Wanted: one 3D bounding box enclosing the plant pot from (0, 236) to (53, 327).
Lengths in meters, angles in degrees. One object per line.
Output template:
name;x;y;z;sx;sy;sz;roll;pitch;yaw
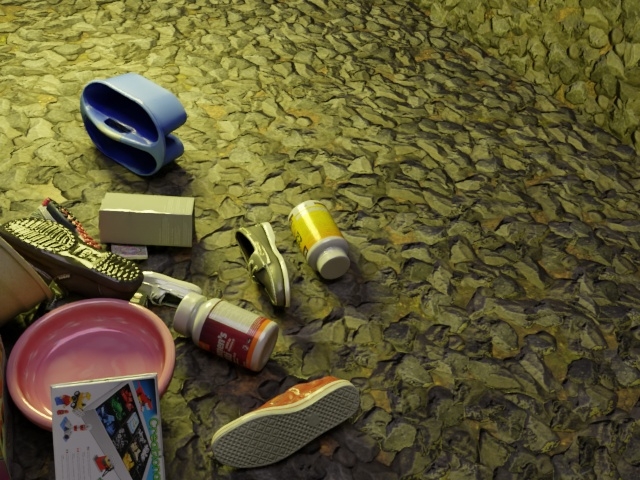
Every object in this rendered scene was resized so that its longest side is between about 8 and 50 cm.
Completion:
plant pot;-0.800;0.120;1.579;0.334;0.333;0.305;30;65;21

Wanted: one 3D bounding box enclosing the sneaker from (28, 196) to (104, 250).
sneaker;-0.614;0.028;1.868;0.112;0.121;0.299;-45;70;-3

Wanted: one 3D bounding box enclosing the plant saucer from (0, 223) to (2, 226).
plant saucer;-0.920;0.044;1.830;0.318;0.043;0.317;6;42;-5

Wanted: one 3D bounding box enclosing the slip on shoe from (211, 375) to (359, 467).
slip on shoe;-0.077;0.378;1.585;0.332;0.122;0.101;-21;18;-23

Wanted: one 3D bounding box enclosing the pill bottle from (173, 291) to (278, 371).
pill bottle;-0.217;0.205;1.723;0.221;0.121;0.121;21;43;13

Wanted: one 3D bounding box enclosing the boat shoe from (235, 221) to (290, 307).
boat shoe;-0.145;0.064;1.905;0.091;0.109;0.305;-6;38;-16

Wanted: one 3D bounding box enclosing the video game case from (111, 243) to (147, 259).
video game case;-0.494;0.015;1.938;0.087;0.011;0.122;-2;29;-16

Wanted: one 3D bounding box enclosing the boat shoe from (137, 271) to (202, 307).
boat shoe;-0.382;0.130;1.826;0.184;0.066;0.063;18;41;-5

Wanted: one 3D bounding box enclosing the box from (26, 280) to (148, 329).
box;-0.535;0.185;1.735;0.231;0.056;0.183;10;41;1

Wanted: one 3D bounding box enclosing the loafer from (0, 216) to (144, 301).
loafer;-0.583;0.065;1.710;0.366;0.130;0.134;25;26;12

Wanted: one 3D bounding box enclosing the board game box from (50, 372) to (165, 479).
board game box;-0.388;0.407;1.388;0.193;0.053;0.305;-4;84;-15

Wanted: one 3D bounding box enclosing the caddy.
caddy;-0.548;-0.334;2.169;0.341;0.241;0.179;30;40;22

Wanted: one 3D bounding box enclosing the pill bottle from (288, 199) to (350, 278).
pill bottle;0.000;0.000;1.990;0.117;0.117;0.215;-10;45;-20

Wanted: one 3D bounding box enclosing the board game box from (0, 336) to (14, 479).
board game box;-0.635;0.286;1.413;0.064;0.316;0.242;-6;44;-15

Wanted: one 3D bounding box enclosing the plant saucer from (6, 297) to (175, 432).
plant saucer;-0.466;0.267;1.552;0.333;0.084;0.332;3;44;-3

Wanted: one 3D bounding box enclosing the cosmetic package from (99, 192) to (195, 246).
cosmetic package;-0.450;-0.055;1.961;0.238;0.107;0.127;1;25;-5
